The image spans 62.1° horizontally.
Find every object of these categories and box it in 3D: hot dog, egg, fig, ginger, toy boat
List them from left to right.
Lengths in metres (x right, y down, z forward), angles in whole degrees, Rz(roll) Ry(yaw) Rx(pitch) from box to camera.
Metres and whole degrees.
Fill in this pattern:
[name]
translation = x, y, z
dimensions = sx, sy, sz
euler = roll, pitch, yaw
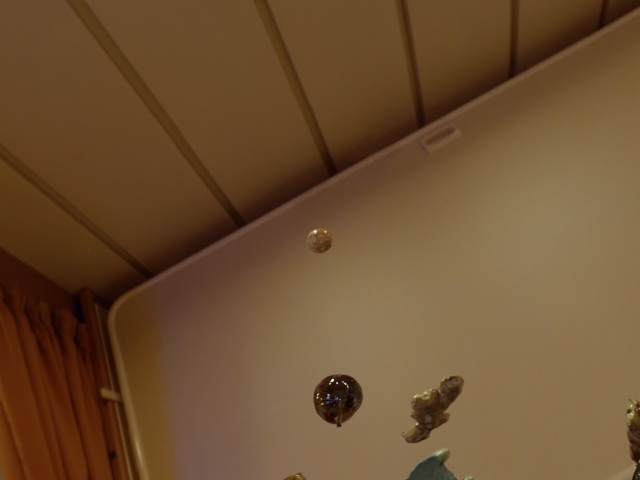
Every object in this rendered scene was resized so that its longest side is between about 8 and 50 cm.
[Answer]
[egg]
translation = 0.000, 0.000, 1.516
dimensions = 0.071, 0.071, 0.083
euler = 2, -19, -36
[fig]
translation = 0.073, 0.613, 2.077
dimensions = 0.203, 0.186, 0.249
euler = -27, -15, -12
[ginger]
translation = 0.336, 0.535, 1.646
dimensions = 0.147, 0.081, 0.334
euler = -6, -51, -23
[toy boat]
translation = 0.421, 0.909, 1.928
dimensions = 0.123, 0.215, 0.330
euler = 4, -59, -51
[hot dog]
translation = 0.876, 0.519, 1.420
dimensions = 0.103, 0.146, 0.213
euler = -6, -53, 33

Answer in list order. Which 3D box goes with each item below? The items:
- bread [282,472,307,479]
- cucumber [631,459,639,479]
[bread]
translation = -0.113, 0.886, 1.691
dimensions = 0.099, 0.235, 0.210
euler = 31, -54, -25
[cucumber]
translation = 0.785, 0.622, 1.291
dimensions = 0.265, 0.077, 0.077
euler = -56, -34, -13
